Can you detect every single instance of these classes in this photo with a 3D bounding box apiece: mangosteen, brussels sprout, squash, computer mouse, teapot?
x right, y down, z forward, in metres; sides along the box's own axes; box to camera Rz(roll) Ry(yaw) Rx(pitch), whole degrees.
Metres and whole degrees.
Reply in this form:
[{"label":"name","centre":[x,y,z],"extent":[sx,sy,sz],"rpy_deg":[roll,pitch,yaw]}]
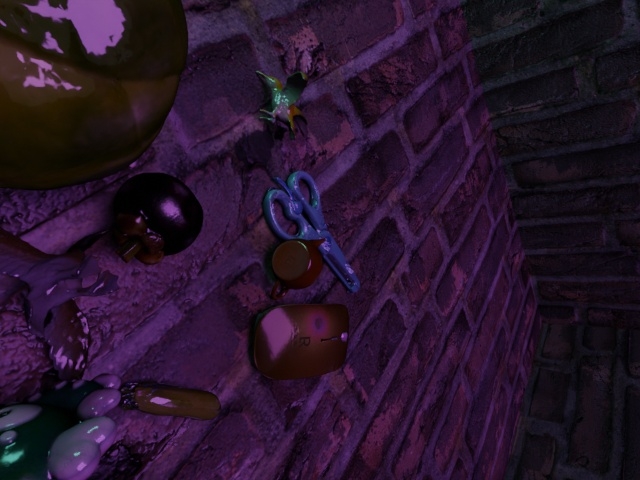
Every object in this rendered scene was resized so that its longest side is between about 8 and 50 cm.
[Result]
[{"label":"mangosteen","centre":[-0.256,-0.028,0.611],"extent":[0.137,0.137,0.151],"rpy_deg":[54,42,-31]},{"label":"brussels sprout","centre":[-0.323,-0.248,0.455],"extent":[0.315,0.276,0.370],"rpy_deg":[-21,108,-31]},{"label":"squash","centre":[-0.242,0.269,0.671],"extent":[0.183,0.052,0.052],"rpy_deg":[32,64,-39]},{"label":"computer mouse","centre":[-0.022,0.221,0.907],"extent":[0.310,0.072,0.158],"rpy_deg":[11,81,-49]},{"label":"teapot","centre":[-0.048,0.058,0.872],"extent":[0.116,0.116,0.173],"rpy_deg":[38,86,-40]}]

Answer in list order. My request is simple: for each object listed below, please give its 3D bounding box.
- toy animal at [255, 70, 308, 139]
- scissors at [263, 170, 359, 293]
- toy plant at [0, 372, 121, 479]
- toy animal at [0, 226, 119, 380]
[{"label":"toy animal","centre":[-0.092,-0.295,0.855],"extent":[0.155,0.219,0.095],"rpy_deg":[33,77,-2]},{"label":"scissors","centre":[0.000,0.000,0.975],"extent":[0.392,0.032,0.180],"rpy_deg":[55,51,-31]},{"label":"toy plant","centre":[-0.331,0.234,0.420],"extent":[0.233,0.243,0.112],"rpy_deg":[-25,108,-19]},{"label":"toy animal","centre":[-0.330,0.052,0.527],"extent":[0.197,0.160,0.272],"rpy_deg":[-49,129,-41]}]
